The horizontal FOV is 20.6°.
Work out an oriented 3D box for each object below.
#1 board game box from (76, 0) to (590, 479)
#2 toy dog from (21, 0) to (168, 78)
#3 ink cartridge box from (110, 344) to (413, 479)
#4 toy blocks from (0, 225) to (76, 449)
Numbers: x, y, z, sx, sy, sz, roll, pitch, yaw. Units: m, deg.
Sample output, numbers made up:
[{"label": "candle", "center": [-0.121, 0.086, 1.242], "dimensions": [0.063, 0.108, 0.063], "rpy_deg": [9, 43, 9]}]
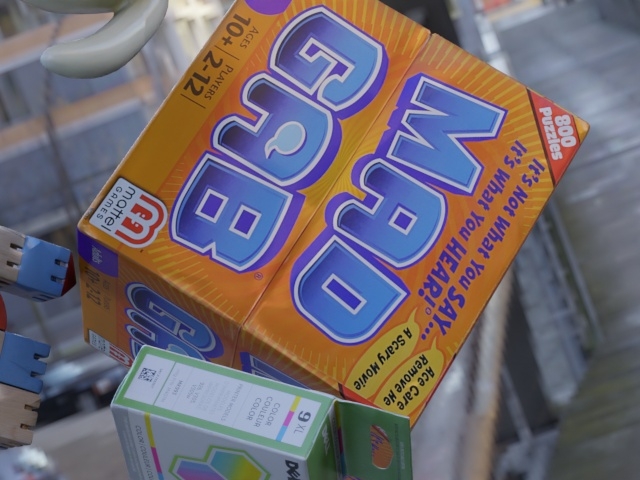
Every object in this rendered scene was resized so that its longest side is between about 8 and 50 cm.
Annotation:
[{"label": "board game box", "center": [0.000, 0.000, 1.784], "dimensions": [0.356, 0.356, 0.356], "rpy_deg": [-57, -6, -20]}, {"label": "toy dog", "center": [-0.292, -0.333, 1.329], "dimensions": [0.408, 0.396, 0.284], "rpy_deg": [13, -13, -41]}, {"label": "ink cartridge box", "center": [-0.041, 0.154, 1.287], "dimensions": [0.209, 0.109, 0.062], "rpy_deg": [13, 53, 16]}, {"label": "toy blocks", "center": [-0.372, 0.118, 1.618], "dimensions": [0.261, 0.381, 0.190], "rpy_deg": [21, -21, -32]}]
